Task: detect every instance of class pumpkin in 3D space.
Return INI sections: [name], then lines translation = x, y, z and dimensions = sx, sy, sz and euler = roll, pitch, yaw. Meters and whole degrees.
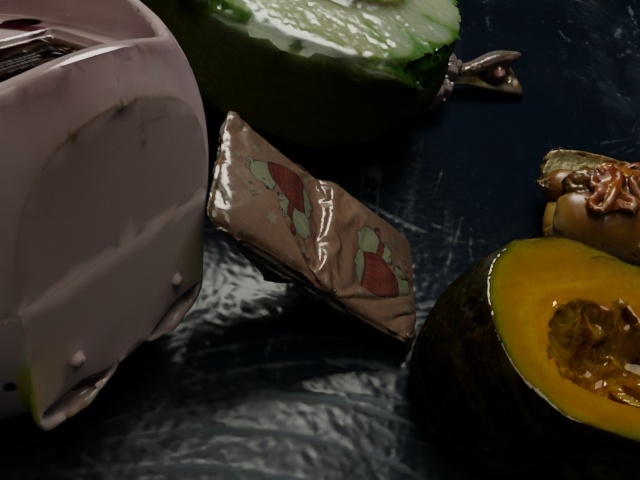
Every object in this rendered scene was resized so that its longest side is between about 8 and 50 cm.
[pumpkin]
translation = 0.242, 0.105, 0.556
dimensions = 0.317, 0.139, 0.221
euler = 16, 47, 1

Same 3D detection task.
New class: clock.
[clock]
translation = -0.280, -0.074, 0.457
dimensions = 0.377, 0.250, 0.368
euler = 22, 34, 16

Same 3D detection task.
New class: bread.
[bread]
translation = -0.024, -0.278, 0.764
dimensions = 0.367, 0.129, 0.381
euler = 4, 53, -22

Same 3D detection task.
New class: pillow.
[pillow]
translation = 0.000, 0.000, 0.575
dimensions = 0.248, 0.049, 0.135
euler = 32, 38, -32

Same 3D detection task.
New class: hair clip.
[hair clip]
translation = 0.163, -0.238, 0.913
dimensions = 0.301, 0.069, 0.173
euler = -5, 50, -22

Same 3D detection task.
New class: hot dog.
[hot dog]
translation = 0.413, -0.019, 0.743
dimensions = 0.349, 0.117, 0.158
euler = 15, 45, -3
